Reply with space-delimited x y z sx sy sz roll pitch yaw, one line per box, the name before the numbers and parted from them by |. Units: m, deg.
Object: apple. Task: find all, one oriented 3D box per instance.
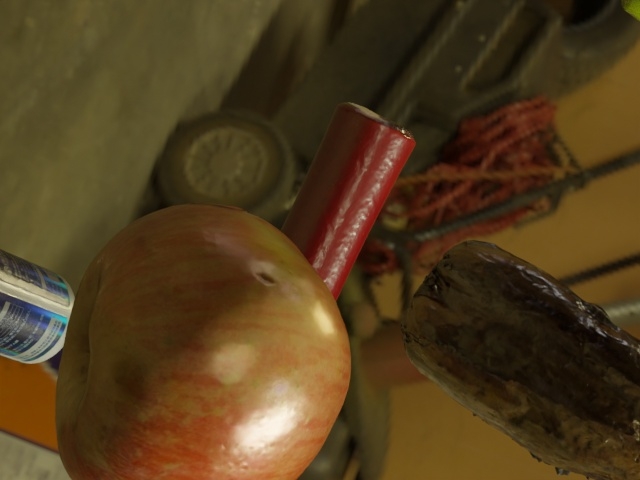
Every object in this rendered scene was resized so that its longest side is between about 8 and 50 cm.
apple | -0.076 0.079 0.922 0.209 0.164 0.209 -169 -90 -68

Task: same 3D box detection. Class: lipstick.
lipstick | 0.000 0.000 1.258 0.241 0.080 0.080 -64 167 2

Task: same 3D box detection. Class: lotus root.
lotus root | 0.215 0.133 1.362 0.167 0.329 0.078 -64 159 14

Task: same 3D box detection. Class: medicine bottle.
medicine bottle | -0.355 0.060 1.531 0.191 0.107 0.107 31 78 -55

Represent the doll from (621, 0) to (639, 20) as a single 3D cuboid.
doll | 0.338 -0.068 0.828 0.346 0.341 0.099 43 69 -32
